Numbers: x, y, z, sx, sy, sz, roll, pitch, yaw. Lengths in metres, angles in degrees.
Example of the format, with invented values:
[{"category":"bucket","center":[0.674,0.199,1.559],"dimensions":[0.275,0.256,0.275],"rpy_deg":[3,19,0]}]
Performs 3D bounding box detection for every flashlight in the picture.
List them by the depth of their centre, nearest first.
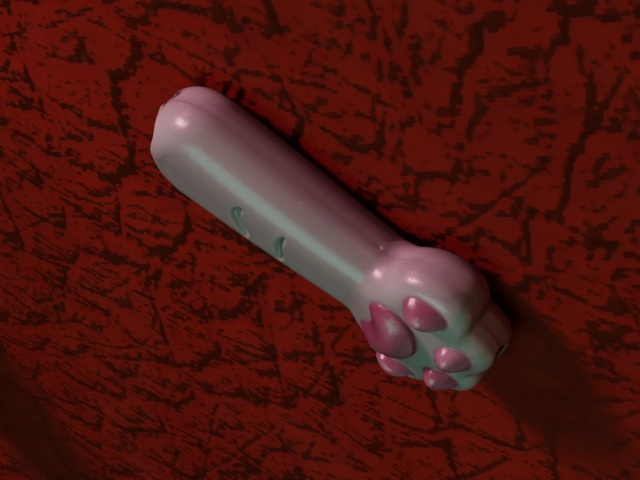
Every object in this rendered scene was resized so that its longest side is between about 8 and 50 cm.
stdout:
[{"category":"flashlight","center":[0.000,0.000,0.876],"dimensions":[0.200,0.047,0.093],"rpy_deg":[38,155,6]}]
